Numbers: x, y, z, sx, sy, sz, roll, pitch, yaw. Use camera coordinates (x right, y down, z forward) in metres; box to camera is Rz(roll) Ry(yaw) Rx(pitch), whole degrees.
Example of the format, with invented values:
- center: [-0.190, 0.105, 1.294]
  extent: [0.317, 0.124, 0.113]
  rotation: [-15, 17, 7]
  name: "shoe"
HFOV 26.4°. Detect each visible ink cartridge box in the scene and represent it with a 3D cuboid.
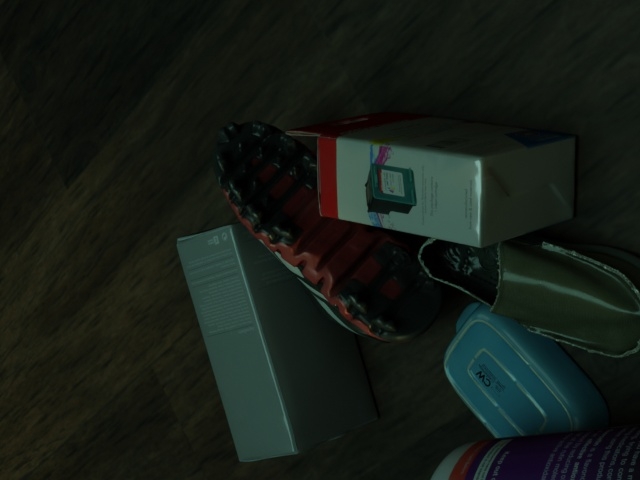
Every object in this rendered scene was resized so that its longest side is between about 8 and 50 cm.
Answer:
- center: [0.092, -0.060, 1.202]
  extent: [0.231, 0.134, 0.078]
  rotation: [13, 110, 44]
  name: "ink cartridge box"

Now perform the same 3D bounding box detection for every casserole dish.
- center: [0.179, 0.135, 1.239]
  extent: [0.188, 0.037, 0.114]
  rotation: [50, 131, 25]
  name: "casserole dish"

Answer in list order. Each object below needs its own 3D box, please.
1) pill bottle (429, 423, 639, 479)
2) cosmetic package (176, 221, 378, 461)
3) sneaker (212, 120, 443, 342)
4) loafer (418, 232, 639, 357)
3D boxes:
- center: [0.248, 0.236, 1.074]
  extent: [0.323, 0.181, 0.181]
  rotation: [-13, 91, 40]
  name: "pill bottle"
- center: [-0.043, 0.093, 1.391]
  extent: [0.107, 0.127, 0.238]
  rotation: [-14, 89, 46]
  name: "cosmetic package"
- center: [0.000, 0.000, 1.309]
  extent: [0.276, 0.097, 0.135]
  rotation: [44, 168, 12]
  name: "sneaker"
- center: [0.185, 0.044, 1.168]
  extent: [0.251, 0.087, 0.094]
  rotation: [19, 114, 41]
  name: "loafer"
